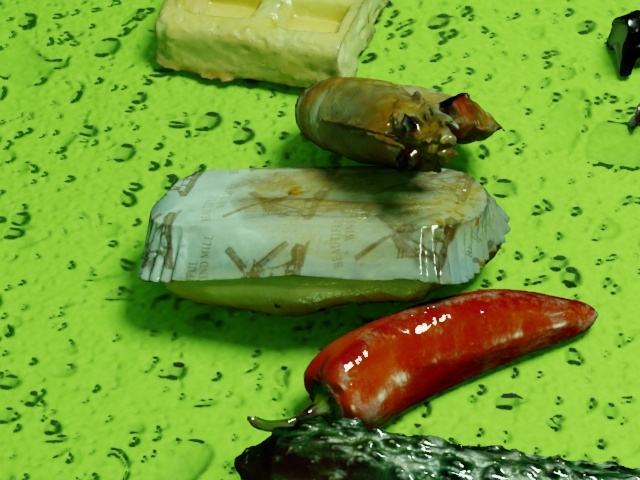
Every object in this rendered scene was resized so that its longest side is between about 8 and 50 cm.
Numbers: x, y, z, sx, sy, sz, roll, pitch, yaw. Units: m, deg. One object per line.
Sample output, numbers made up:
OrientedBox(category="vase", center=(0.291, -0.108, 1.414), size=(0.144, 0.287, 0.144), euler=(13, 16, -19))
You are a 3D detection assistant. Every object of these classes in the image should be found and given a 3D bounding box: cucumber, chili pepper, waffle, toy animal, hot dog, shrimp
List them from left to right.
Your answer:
OrientedBox(category="waffle", center=(-0.019, -0.235, 1.626), size=(0.168, 0.057, 0.274), euler=(12, 50, 15))
OrientedBox(category="hot dog", center=(0.000, 0.000, 1.388), size=(0.270, 0.082, 0.162), euler=(1, 27, 14))
OrientedBox(category="chili pepper", center=(0.070, 0.080, 1.330), size=(0.272, 0.071, 0.063), euler=(-20, 10, -21))
OrientedBox(category="shrimp", center=(0.074, -0.082, 1.398), size=(0.152, 0.063, 0.287), euler=(5, 9, -17))
OrientedBox(category="cucumber", center=(0.114, 0.169, 1.224), size=(0.359, 0.096, 0.096), euler=(10, 49, 11))
OrientedBox(category="toy animal", center=(0.313, -0.162, 1.547), size=(0.202, 0.070, 0.105), euler=(-22, 63, -19))

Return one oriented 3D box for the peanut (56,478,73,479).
OrientedBox(category="peanut", center=(-0.084, 0.267, 1.115), size=(0.152, 0.152, 0.313), euler=(-25, 48, -18))
